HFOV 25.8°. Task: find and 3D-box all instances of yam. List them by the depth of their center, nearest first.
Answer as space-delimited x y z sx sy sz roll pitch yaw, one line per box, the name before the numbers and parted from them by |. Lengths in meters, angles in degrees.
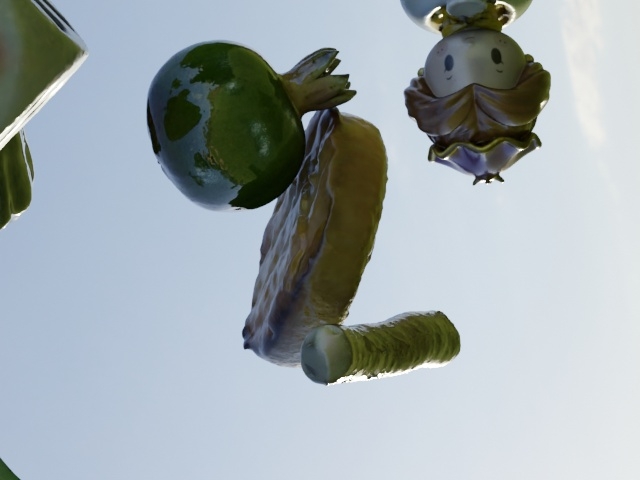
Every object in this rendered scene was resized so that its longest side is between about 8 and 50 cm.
yam | 0.064 0.109 1.420 0.299 0.066 0.066 -2 -98 -63

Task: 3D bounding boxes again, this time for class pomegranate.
pomegranate | -0.073 -0.133 1.480 0.187 0.225 0.187 63 -177 -6

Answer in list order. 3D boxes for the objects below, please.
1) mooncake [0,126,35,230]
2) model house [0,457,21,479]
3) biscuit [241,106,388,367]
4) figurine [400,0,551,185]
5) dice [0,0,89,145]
mooncake | -0.568 -0.102 1.890 0.351 0.351 0.187 -73 -18 -56
model house | -0.330 0.301 1.446 0.117 0.167 0.088 -51 -10 -17
biscuit | 0.000 0.000 1.543 0.296 0.101 0.296 -164 90 -78
figurine | 0.150 -0.185 1.362 0.189 0.142 0.264 39 -135 -71
dice | -0.386 -0.179 1.287 0.259 0.251 0.243 46 -179 -12
